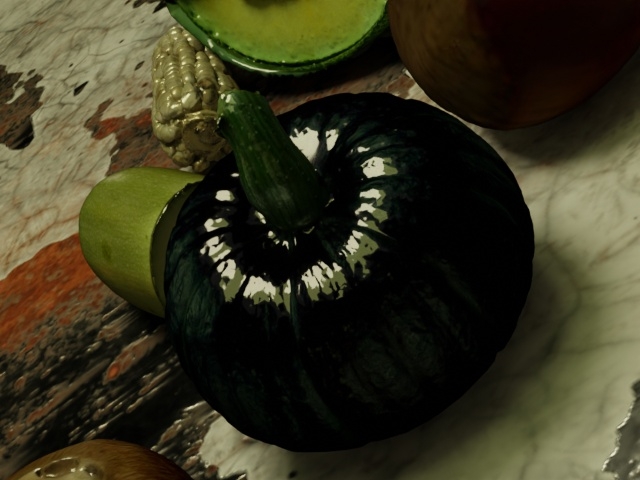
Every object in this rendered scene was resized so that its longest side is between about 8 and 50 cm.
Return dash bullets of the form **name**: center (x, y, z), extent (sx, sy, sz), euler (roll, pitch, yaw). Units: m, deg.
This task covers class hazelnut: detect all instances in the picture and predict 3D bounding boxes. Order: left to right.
- **hazelnut**: center (0.156, -0.177, 1.207), extent (0.208, 0.208, 0.208), euler (-26, 33, 19)

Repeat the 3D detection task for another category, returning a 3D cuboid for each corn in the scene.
- **corn**: center (-0.116, -0.142, 1.510), extent (0.087, 0.087, 0.211), euler (-32, 33, 10)

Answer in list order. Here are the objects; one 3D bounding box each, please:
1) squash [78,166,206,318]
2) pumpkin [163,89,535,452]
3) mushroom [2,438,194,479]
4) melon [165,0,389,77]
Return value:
- **squash**: center (-0.128, -0.006, 1.313), extent (0.123, 0.123, 0.186), euler (-48, 33, -16)
- **pumpkin**: center (0.000, 0.000, 1.051), extent (0.248, 0.248, 0.248), euler (-26, 33, 19)
- **mushroom**: center (-0.158, 0.232, 0.992), extent (0.253, 0.153, 0.253), euler (-28, 33, 20)
- **melon**: center (0.014, -0.235, 1.479), extent (0.265, 0.129, 0.169), euler (-18, 14, 35)
